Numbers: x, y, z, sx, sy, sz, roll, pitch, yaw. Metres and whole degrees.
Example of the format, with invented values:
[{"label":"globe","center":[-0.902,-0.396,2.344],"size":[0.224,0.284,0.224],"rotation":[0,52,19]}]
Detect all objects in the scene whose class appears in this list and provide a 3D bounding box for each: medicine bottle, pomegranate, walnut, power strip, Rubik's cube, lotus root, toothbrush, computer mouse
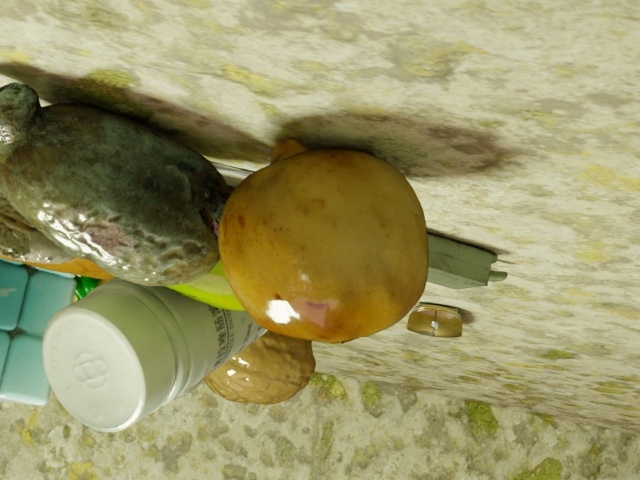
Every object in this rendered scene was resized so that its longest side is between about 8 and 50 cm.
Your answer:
[{"label":"medicine bottle","center":[-0.222,0.119,1.777],"size":[0.190,0.190,0.332],"rotation":[3,-157,34]},{"label":"pomegranate","center":[0.002,0.007,1.330],"size":[0.233,0.233,0.233],"rotation":[10,169,2]},{"label":"walnut","center":[-0.127,0.223,2.536],"size":[0.257,0.257,0.224],"rotation":[20,-163,-39]},{"label":"power strip","center":[0.137,0.020,1.699],"size":[0.288,0.053,0.093],"rotation":[16,167,-23]},{"label":"Rubik's cube","center":[-0.600,0.083,2.014],"size":[0.321,0.316,0.318],"rotation":[18,167,-28]},{"label":"lotus root","center":[-0.233,-0.055,1.384],"size":[0.349,0.175,0.175],"rotation":[29,160,-32]},{"label":"toothbrush","center":[-0.093,-0.080,1.520],"size":[0.131,0.013,0.011],"rotation":[14,158,-11]},{"label":"computer mouse","center":[0.211,0.153,2.292],"size":[0.102,0.045,0.199],"rotation":[7,169,5]}]

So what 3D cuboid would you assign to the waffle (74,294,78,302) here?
[{"label":"waffle","center":[-0.319,0.139,2.348],"size":[0.309,0.283,0.065],"rotation":[54,179,26]}]

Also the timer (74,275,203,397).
[{"label":"timer","center":[-0.307,0.116,2.084],"size":[0.285,0.285,0.285],"rotation":[10,169,2]}]

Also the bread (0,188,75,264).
[{"label":"bread","center":[-0.394,-0.058,1.561],"size":[0.337,0.102,0.183],"rotation":[22,-164,33]}]

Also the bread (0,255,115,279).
[{"label":"bread","center":[-0.376,-0.016,1.817],"size":[0.245,0.121,0.174],"rotation":[15,169,-11]}]

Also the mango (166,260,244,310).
[{"label":"mango","center":[-0.166,0.001,1.645],"size":[0.273,0.149,0.185],"rotation":[19,175,-15]}]
